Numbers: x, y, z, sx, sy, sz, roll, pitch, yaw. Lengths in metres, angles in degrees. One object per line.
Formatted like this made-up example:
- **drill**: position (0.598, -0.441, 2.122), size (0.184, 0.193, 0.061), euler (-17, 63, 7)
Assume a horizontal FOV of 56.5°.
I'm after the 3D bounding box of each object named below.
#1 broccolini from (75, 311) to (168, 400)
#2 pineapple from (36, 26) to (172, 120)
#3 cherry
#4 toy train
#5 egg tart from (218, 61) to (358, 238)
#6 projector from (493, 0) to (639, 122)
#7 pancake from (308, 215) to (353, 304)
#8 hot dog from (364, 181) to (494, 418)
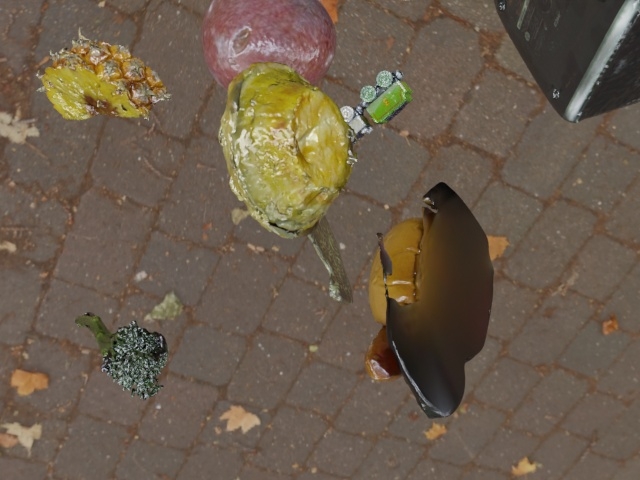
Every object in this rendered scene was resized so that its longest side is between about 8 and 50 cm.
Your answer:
- **broccolini**: position (-0.166, 0.082, 0.471), size (0.042, 0.218, 0.044), euler (34, 72, -25)
- **pineapple**: position (-0.361, -0.260, 0.941), size (0.232, 0.080, 0.135), euler (4, 133, 26)
- **cherry**: position (-0.105, -0.384, 1.151), size (0.261, 0.307, 0.221), euler (28, 133, 2)
- **toy train**: position (0.092, -0.250, 1.176), size (0.202, 0.060, 0.081), euler (-39, 82, 26)
- **egg tart**: position (-0.028, -0.110, 0.699), size (0.090, 0.213, 0.213), euler (-8, 130, 38)
- **projector**: position (0.545, -0.515, 1.189), size (0.241, 0.406, 0.395), euler (-19, 157, -4)
- **pancake**: position (0.000, 0.000, 1.228), size (0.033, 0.286, 0.288), euler (-21, 150, 10)
- **hot dog**: position (0.115, 0.067, 0.756), size (0.107, 0.326, 0.194), euler (-34, 96, 40)
